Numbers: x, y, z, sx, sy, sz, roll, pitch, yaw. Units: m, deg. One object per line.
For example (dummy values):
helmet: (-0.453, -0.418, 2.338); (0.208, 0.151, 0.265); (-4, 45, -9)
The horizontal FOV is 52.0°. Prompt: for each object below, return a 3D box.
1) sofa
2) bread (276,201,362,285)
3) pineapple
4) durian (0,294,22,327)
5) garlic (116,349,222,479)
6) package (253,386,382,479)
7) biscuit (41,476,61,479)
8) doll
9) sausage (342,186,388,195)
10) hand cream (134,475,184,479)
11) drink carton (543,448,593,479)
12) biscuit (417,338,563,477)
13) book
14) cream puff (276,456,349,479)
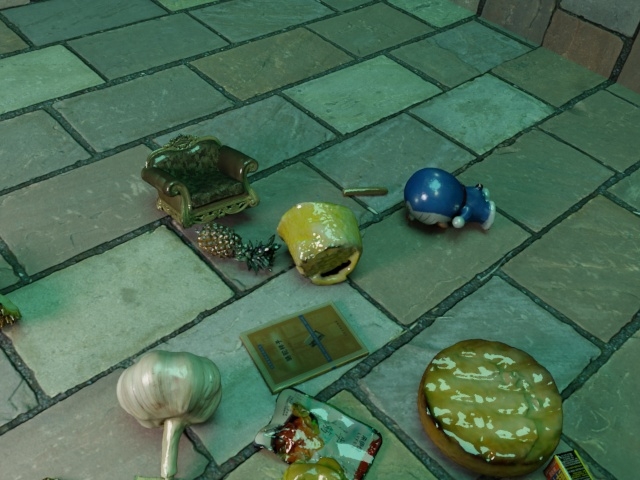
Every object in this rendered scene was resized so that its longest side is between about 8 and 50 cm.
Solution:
sofa: (-0.304, -0.166, 1.681); (0.258, 0.182, 0.200); (-20, 31, -28)
bread: (0.002, 0.000, 1.590); (0.197, 0.197, 0.170); (-5, 52, -14)
pineapple: (-0.209, 0.009, 1.615); (0.221, 0.083, 0.103); (19, 41, 11)
durian: (-0.746, 0.122, 1.378); (0.252, 0.139, 0.144); (35, 54, 25)
garlic: (-0.284, 0.326, 1.214); (0.199, 0.199, 0.226); (2, 61, -6)
package: (-0.006, 0.385, 1.281); (0.232, 0.040, 0.166); (25, 45, 16)
biscuit: (-0.404, 0.495, 1.114); (0.237, 0.026, 0.131); (16, 45, 10)
doll: (0.347, -0.106, 1.786); (0.257, 0.161, 0.215); (16, 28, -16)
sausage: (0.129, -0.140, 1.864); (0.132, 0.024, 0.024); (-3, 44, -11)
hand cream: (-0.289, 0.444, 1.192); (0.102, 0.022, 0.035); (0, 43, 0)
drink carton: (0.489, 0.484, 1.224); (0.056, 0.071, 0.165); (-10, 47, -14)
biscuit: (0.341, 0.339, 1.335); (0.297, 0.102, 0.296); (3, 47, -3)
book: (-0.036, 0.229, 1.455); (0.242, 0.018, 0.170); (-18, 49, -25)
cream puff: (0.019, 0.456, 1.084); (0.221, 0.195, 0.195); (47, 50, -2)
